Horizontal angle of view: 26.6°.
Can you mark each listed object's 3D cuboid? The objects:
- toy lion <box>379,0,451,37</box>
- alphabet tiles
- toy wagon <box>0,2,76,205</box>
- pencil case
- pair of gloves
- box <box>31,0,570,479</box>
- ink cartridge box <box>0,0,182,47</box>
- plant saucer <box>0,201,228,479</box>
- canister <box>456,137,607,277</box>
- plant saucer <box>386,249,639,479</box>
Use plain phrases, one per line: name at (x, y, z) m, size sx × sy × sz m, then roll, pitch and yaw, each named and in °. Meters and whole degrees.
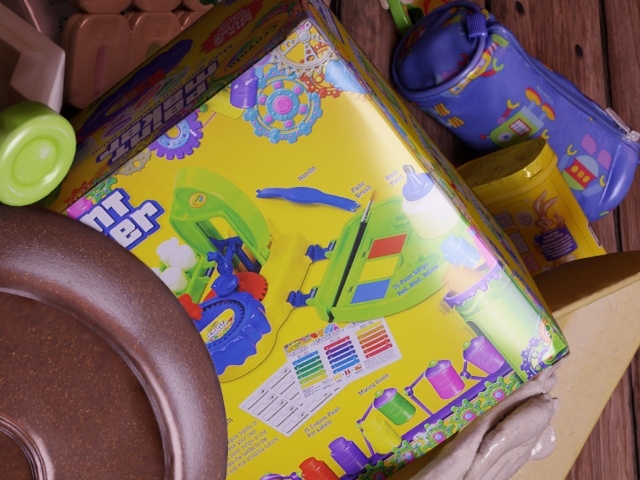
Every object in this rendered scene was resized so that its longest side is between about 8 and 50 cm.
toy lion at (0.111, -0.236, 1.422) m, size 0.100 × 0.034 × 0.096 m, roll -42°, pitch 114°, yaw -48°
alphabet tiles at (-0.096, -0.182, 1.058) m, size 0.284 × 0.021 × 0.278 m, roll -16°, pitch 119°, yaw -55°
toy wagon at (-0.312, -0.071, 0.720) m, size 0.344 × 0.068 × 0.267 m, roll -26°, pitch 49°, yaw -39°
pencil case at (0.216, -0.131, 1.411) m, size 0.306 × 0.133 × 0.119 m, roll 31°, pitch 37°, yaw -35°
pair of gloves at (0.086, 0.197, 0.957) m, size 0.204 × 0.240 × 0.042 m, roll -29°, pitch 59°, yaw -35°
box at (-0.046, 0.022, 0.890) m, size 0.279 × 0.290 × 0.177 m, roll 50°, pitch 11°, yaw -23°
ink cartridge box at (-0.230, -0.306, 1.033) m, size 0.175 × 0.069 × 0.371 m, roll -27°, pitch 98°, yaw -50°
plant saucer at (-0.198, 0.131, 0.750) m, size 0.310 × 0.050 × 0.311 m, roll -2°, pitch 98°, yaw -16°
canister at (0.211, -0.005, 1.363) m, size 0.170 × 0.126 × 0.073 m, roll 57°, pitch 41°, yaw -18°
plant saucer at (0.139, 0.153, 1.129) m, size 0.081 × 0.333 × 0.332 m, roll 37°, pitch 30°, yaw 26°
